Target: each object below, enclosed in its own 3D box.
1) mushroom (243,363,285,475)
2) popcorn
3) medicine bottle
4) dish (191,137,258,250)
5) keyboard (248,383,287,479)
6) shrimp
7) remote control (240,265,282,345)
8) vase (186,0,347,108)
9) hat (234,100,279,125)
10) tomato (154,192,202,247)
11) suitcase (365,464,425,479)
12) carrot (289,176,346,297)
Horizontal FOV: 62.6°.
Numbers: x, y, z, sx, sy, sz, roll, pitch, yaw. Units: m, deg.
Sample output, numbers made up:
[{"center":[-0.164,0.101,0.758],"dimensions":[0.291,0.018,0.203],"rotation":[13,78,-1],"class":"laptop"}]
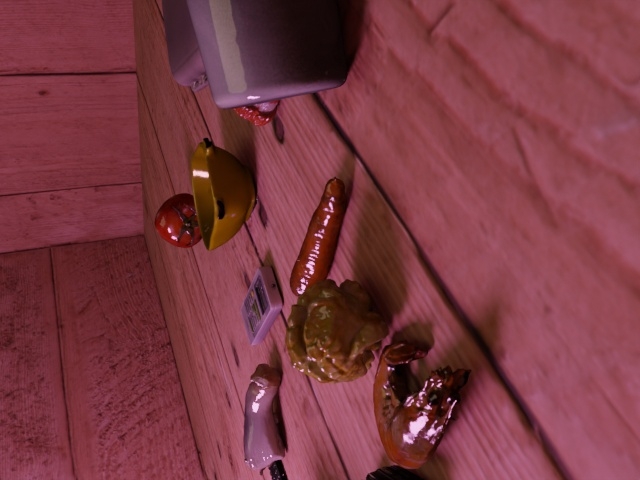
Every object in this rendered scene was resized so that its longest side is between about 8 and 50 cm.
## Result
[{"center":[-0.132,0.409,1.203],"dimensions":[0.096,0.099,0.278],"rotation":[24,117,56],"class":"mushroom"},{"center":[0.015,0.123,0.708],"dimensions":[0.162,0.136,0.141],"rotation":[-22,85,67],"class":"popcorn"},{"center":[-0.236,-0.460,1.074],"dimensions":[0.375,0.123,0.282],"rotation":[-163,65,-65],"class":"medicine bottle"},{"center":[-0.211,-0.105,1.167],"dimensions":[0.262,0.108,0.221],"rotation":[139,119,-65],"class":"dish"},{"center":[-0.135,0.518,1.337],"dimensions":[0.101,0.018,0.309],"rotation":[107,145,-47],"class":"keyboard"},{"center":[0.108,0.183,0.613],"dimensions":[0.248,0.068,0.150],"rotation":[117,143,-61],"class":"shrimp"},{"center":[-0.137,0.152,1.188],"dimensions":[0.250,0.034,0.103],"rotation":[122,133,-56],"class":"remote control"},{"center":[-0.069,-0.324,0.653],"dimensions":[0.245,0.245,0.291],"rotation":[17,123,64],"class":"vase"},{"center":[-0.092,-0.282,0.890],"dimensions":[0.162,0.094,0.112],"rotation":[-37,74,44],"class":"hat"},{"center":[-0.432,-0.066,1.626],"dimensions":[0.167,0.167,0.167],"rotation":[171,90,-66],"class":"tomato"},{"center":[0.108,0.344,0.671],"dimensions":[0.126,0.059,0.086],"rotation":[165,97,-66],"class":"suitcase"},{"center":[0.000,0.000,0.797],"dimensions":[0.059,0.059,0.248],"rotation":[61,146,38],"class":"carrot"}]
